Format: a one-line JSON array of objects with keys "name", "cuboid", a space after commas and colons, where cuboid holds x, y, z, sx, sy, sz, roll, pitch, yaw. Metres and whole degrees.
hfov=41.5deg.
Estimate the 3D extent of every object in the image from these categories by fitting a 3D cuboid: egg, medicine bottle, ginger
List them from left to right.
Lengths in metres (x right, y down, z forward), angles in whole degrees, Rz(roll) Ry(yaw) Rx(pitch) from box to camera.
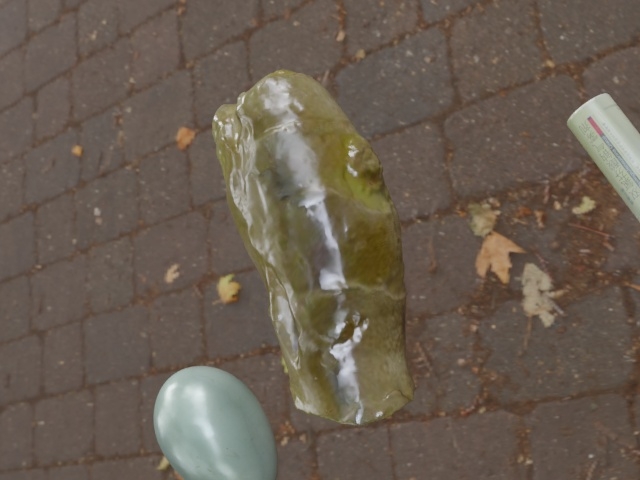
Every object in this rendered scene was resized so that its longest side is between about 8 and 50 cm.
[{"name": "egg", "cuboid": [-0.176, 0.338, 1.453, 0.183, 0.183, 0.264, -37, 90, 31]}, {"name": "ginger", "cuboid": [0.000, 0.000, 0.613, 0.109, 0.116, 0.263, 128, 128, -77]}, {"name": "medicine bottle", "cuboid": [0.368, -0.059, 0.950, 0.059, 0.059, 0.231, -42, 70, 29]}]
